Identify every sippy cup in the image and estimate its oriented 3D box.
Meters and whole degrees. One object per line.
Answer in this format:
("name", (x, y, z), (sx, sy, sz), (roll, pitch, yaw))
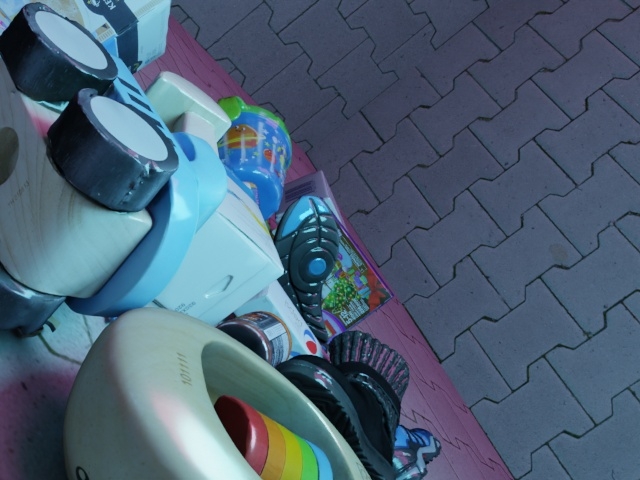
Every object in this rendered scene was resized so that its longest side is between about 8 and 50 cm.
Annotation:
("sippy cup", (-0.175, -0.155, 1.746), (0.305, 0.240, 0.224), (37, 27, -30))

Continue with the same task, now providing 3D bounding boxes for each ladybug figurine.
("ladybug figurine", (-0.086, 0.244, 0.774), (0.449, 0.162, 0.305), (45, 11, -38))

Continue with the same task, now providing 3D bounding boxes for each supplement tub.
("supplement tub", (-0.105, 0.164, 1.178), (0.106, 0.106, 0.198), (54, 8, 6))

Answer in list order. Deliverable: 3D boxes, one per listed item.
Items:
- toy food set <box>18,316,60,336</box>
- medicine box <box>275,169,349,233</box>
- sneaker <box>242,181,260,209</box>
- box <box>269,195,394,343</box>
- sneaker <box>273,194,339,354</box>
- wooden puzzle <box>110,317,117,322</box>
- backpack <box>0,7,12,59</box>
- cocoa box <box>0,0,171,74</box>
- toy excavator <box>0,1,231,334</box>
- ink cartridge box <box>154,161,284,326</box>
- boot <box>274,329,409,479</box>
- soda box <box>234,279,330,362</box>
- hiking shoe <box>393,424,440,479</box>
("toy food set", (-0.321, 0.055, 0.771), (0.122, 0.019, 0.078), (51, 9, -7))
("medicine box", (0.000, 0.000, 1.997), (0.263, 0.149, 0.289), (-102, 169, -70))
("sneaker", (-0.173, 0.025, 1.443), (0.112, 0.131, 0.296), (112, -29, -55))
("box", (0.005, 0.072, 1.784), (0.293, 0.201, 0.057), (54, 8, 9))
("sneaker", (-0.049, 0.069, 1.423), (0.139, 0.125, 0.341), (-126, -141, -60))
("wooden puzzle", (-0.241, 0.108, 1.000), (0.116, 0.014, 0.078), (43, 9, -47))
("backpack", (-0.431, -0.220, 0.902), (0.166, 0.144, 0.188), (49, 5, 10))
("cocoa box", (-0.422, -0.392, 1.141), (0.347, 0.228, 0.231), (52, -15, -5))
("toy excavator", (-0.216, -0.088, 0.900), (0.445, 0.222, 0.433), (20, 28, -54))
("ink cartridge box", (-0.193, -0.012, 1.194), (0.168, 0.171, 0.233), (45, 11, -39))
("boot", (0.037, 0.232, 1.242), (0.260, 0.131, 0.348), (-75, 148, -44))
("soda box", (-0.065, 0.166, 1.336), (0.216, 0.074, 0.069), (58, 20, -26))
("hiking shoe", (0.163, 0.410, 1.554), (0.132, 0.113, 0.304), (55, 9, 9))
